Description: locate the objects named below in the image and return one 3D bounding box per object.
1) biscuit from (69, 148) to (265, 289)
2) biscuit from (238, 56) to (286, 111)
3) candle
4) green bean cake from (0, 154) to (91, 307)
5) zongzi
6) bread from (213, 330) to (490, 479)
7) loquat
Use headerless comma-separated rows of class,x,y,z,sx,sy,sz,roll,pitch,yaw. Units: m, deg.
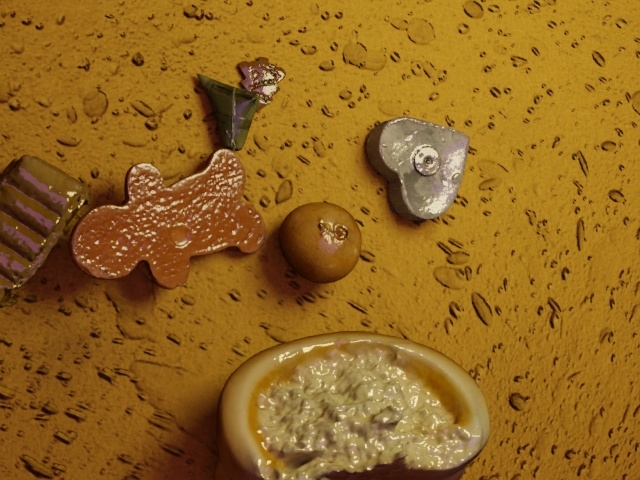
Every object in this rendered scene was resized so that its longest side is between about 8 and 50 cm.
biscuit,-0.247,-0.029,1.504,0.324,0.049,0.205,-26,105,-31
biscuit,-0.102,-0.262,1.594,0.082,0.016,0.092,11,85,-16
candle,0.180,-0.136,1.647,0.169,0.068,0.192,-32,102,-15
green bean cake,-0.448,-0.015,1.388,0.131,0.224,0.229,36,84,-13
zongzi,-0.167,-0.208,1.562,0.113,0.052,0.104,20,90,-1
bread,0.049,0.311,1.474,0.424,0.329,0.245,-4,114,-16
loquat,0.000,0.000,1.560,0.141,0.141,0.141,0,90,-16
